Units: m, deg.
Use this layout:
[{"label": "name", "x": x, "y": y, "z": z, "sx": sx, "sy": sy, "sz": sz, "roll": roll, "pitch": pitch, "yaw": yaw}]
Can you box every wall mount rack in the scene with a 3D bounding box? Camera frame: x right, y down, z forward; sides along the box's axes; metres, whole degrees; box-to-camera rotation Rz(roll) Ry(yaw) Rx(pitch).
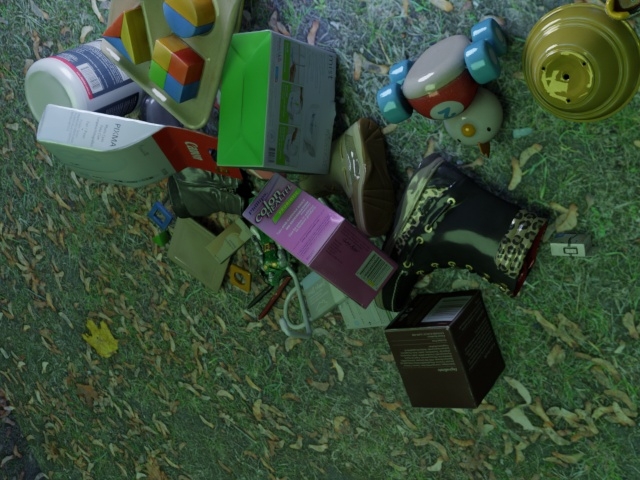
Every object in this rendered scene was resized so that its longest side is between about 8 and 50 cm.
[{"label": "wall mount rack", "x": -0.022, "y": 0.046, "z": 1.980, "sx": 0.350, "sy": 0.131, "sz": 0.304, "roll": -39, "pitch": 53, "yaw": 32}]

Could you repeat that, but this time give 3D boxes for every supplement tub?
[{"label": "supplement tub", "x": -0.540, "y": -0.368, "z": 2.025, "sx": 0.191, "sy": 0.272, "sz": 0.191, "roll": 17, "pitch": 124, "yaw": 27}]

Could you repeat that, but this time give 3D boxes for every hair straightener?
[{"label": "hair straightener", "x": -0.130, "y": 0.104, "z": 2.155, "sx": 0.089, "sy": 0.047, "sz": 0.230, "roll": 42, "pitch": 132, "yaw": 8}]

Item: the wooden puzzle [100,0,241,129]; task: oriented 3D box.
[{"label": "wooden puzzle", "x": -0.309, "y": -0.431, "z": 1.653, "sx": 0.322, "sy": 0.081, "sz": 0.347, "roll": 42, "pitch": 131, "yaw": 18}]

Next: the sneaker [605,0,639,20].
[{"label": "sneaker", "x": 0.541, "y": -0.426, "z": 1.340, "sx": 0.088, "sy": 0.093, "sz": 0.225, "roll": 45, "pitch": 132, "yaw": 6}]

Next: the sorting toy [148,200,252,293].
[{"label": "sorting toy", "x": -0.310, "y": 0.026, "z": 2.244, "sx": 0.348, "sy": 0.047, "sz": 0.196, "roll": 35, "pitch": 134, "yaw": 14}]

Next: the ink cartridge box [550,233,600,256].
[{"label": "ink cartridge box", "x": 0.494, "y": 0.009, "z": 1.653, "sx": 0.083, "sy": 0.048, "sz": 0.028, "roll": 2, "pitch": 116, "yaw": 33}]

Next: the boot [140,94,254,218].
[{"label": "boot", "x": -0.284, "y": -0.211, "z": 2.063, "sx": 0.223, "sy": 0.118, "sz": 0.338, "roll": -4, "pitch": 120, "yaw": 30}]

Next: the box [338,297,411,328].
[{"label": "box", "x": 0.119, "y": 0.131, "z": 2.000, "sx": 0.186, "sy": 0.038, "sz": 0.145, "roll": -12, "pitch": 107, "yaw": 38}]

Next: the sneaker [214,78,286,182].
[{"label": "sneaker", "x": -0.145, "y": -0.273, "z": 1.905, "sx": 0.136, "sy": 0.116, "sz": 0.313, "roll": -19, "pitch": 103, "yaw": 40}]

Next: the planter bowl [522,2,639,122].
[{"label": "planter bowl", "x": 0.441, "y": -0.296, "z": 1.488, "sx": 0.217, "sy": 0.090, "sz": 0.217, "roll": 17, "pitch": 124, "yaw": 27}]

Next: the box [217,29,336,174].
[{"label": "box", "x": -0.082, "y": -0.270, "z": 1.726, "sx": 0.127, "sy": 0.231, "sz": 0.261, "roll": 5, "pitch": 93, "yaw": 34}]

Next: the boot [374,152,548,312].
[{"label": "boot", "x": 0.280, "y": 0.038, "z": 1.763, "sx": 0.284, "sy": 0.138, "sz": 0.377, "roll": 28, "pitch": 118, "yaw": 20}]

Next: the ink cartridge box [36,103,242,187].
[{"label": "ink cartridge box", "x": -0.378, "y": -0.176, "z": 1.860, "sx": 0.385, "sy": 0.091, "sz": 0.308, "roll": 12, "pitch": 170, "yaw": 3}]

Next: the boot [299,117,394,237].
[{"label": "boot", "x": 0.049, "y": -0.107, "z": 1.817, "sx": 0.204, "sy": 0.095, "sz": 0.261, "roll": -24, "pitch": 66, "yaw": 43}]

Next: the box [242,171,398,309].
[{"label": "box", "x": 0.000, "y": 0.000, "z": 1.732, "sx": 0.243, "sy": 0.117, "sz": 0.213, "roll": 35, "pitch": 177, "yaw": 45}]

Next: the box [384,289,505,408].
[{"label": "box", "x": 0.272, "y": 0.238, "z": 1.862, "sx": 0.167, "sy": 0.168, "sz": 0.203, "roll": -8, "pitch": 109, "yaw": 38}]

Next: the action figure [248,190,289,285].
[{"label": "action figure", "x": -0.114, "y": -0.008, "z": 1.963, "sx": 0.137, "sy": 0.064, "sz": 0.232, "roll": -21, "pitch": 70, "yaw": 40}]

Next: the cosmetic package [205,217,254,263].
[{"label": "cosmetic package", "x": -0.224, "y": 0.001, "z": 2.124, "sx": 0.115, "sy": 0.041, "sz": 0.060, "roll": -43, "pitch": 88, "yaw": -1}]

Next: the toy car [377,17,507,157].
[{"label": "toy car", "x": 0.266, "y": -0.245, "z": 1.584, "sx": 0.219, "sy": 0.210, "sz": 0.238, "roll": -23, "pitch": 114, "yaw": 30}]

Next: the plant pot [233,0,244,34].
[{"label": "plant pot", "x": -0.280, "y": -0.535, "z": 1.789, "sx": 0.228, "sy": 0.207, "sz": 0.227, "roll": 27, "pitch": 128, "yaw": 21}]
